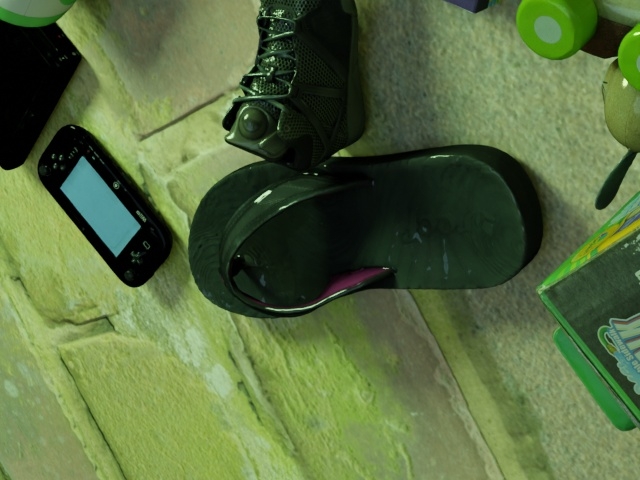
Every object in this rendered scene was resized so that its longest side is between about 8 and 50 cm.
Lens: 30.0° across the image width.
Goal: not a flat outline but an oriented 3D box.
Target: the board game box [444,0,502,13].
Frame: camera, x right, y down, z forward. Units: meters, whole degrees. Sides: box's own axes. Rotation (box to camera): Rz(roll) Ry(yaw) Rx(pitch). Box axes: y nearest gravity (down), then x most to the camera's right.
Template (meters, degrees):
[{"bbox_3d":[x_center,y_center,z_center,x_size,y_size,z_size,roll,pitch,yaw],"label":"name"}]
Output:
[{"bbox_3d":[0.082,-0.283,0.971,0.170,0.048,0.141,30,128,26],"label":"board game box"}]

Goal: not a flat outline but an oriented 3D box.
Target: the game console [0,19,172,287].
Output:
[{"bbox_3d":[-0.298,-0.110,1.403,0.361,0.044,0.213,49,136,7],"label":"game console"}]

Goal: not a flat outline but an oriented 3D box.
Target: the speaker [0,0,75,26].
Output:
[{"bbox_3d":[-0.259,-0.350,1.176,0.131,0.131,0.296,48,135,10],"label":"speaker"}]

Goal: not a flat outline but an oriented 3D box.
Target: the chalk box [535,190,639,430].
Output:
[{"bbox_3d":[0.282,0.030,0.776,0.180,0.179,0.289,53,135,2],"label":"chalk box"}]

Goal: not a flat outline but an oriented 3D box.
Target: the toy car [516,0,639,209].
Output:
[{"bbox_3d":[0.232,-0.119,0.872,0.149,0.155,0.188,26,140,28],"label":"toy car"}]

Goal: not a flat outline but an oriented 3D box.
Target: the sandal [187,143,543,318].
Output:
[{"bbox_3d":[0.000,-0.002,1.156,0.446,0.107,0.167,-12,105,44],"label":"sandal"}]

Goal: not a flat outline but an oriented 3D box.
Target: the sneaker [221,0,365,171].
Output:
[{"bbox_3d":[-0.030,-0.157,1.058,0.087,0.130,0.227,19,134,32],"label":"sneaker"}]
